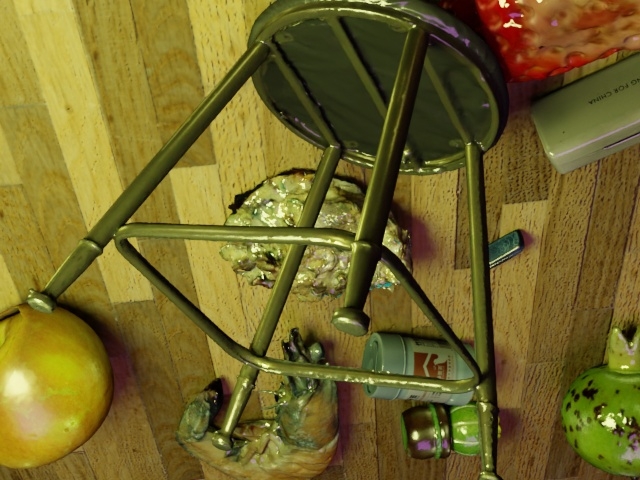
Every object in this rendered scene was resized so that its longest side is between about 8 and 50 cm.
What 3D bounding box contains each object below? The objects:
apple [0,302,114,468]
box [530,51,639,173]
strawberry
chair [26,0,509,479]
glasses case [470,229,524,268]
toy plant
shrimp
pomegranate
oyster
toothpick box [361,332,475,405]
[{"bbox_3d":[-0.410,0.196,1.495,0.237,0.237,0.207,-19,118,14],"label":"apple"},{"bbox_3d":[0.377,-0.169,1.266,0.243,0.103,0.055,-24,138,18],"label":"box"},{"bbox_3d":[0.262,-0.253,1.096,0.265,0.149,0.336,14,146,-33],"label":"strawberry"},{"bbox_3d":[0.014,-0.018,1.113,0.362,0.410,0.364,1,148,32],"label":"chair"},{"bbox_3d":[0.252,0.018,1.502,0.083,0.033,0.023,-32,142,26],"label":"glasses case"},{"bbox_3d":[0.218,0.314,1.768,0.162,0.093,0.093,-5,137,-2],"label":"toy plant"},{"bbox_3d":[-0.094,0.272,1.710,0.272,0.085,0.445,6,140,-5],"label":"shrimp"},{"bbox_3d":[0.486,0.253,1.682,0.211,0.211,0.263,-3,96,-3],"label":"pomegranate"},{"bbox_3d":[-0.002,0.005,1.425,0.259,0.092,0.198,13,130,-15],"label":"oyster"},{"bbox_3d":[0.150,0.197,1.632,0.153,0.101,0.101,7,135,-15],"label":"toothpick box"}]
